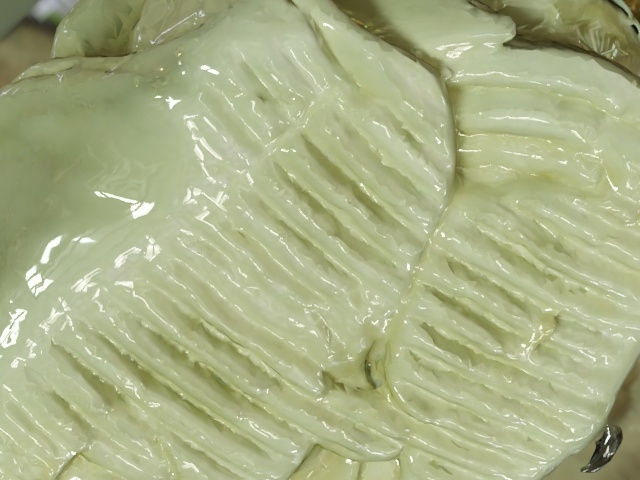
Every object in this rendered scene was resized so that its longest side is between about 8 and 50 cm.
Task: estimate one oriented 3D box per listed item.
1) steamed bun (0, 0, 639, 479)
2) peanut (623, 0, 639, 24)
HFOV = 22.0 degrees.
[{"bbox_3d":[0.000,0.000,0.807,0.237,0.394,0.346,-117,12,-59],"label":"steamed bun"},{"bbox_3d":[0.236,-0.113,0.841,0.207,0.087,0.087,1,164,-4],"label":"peanut"}]
